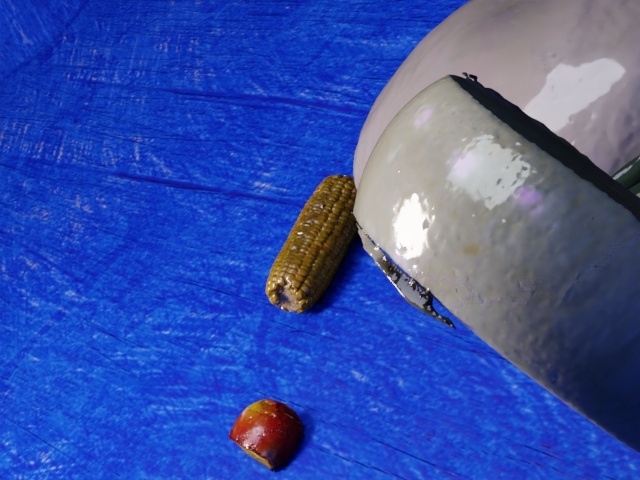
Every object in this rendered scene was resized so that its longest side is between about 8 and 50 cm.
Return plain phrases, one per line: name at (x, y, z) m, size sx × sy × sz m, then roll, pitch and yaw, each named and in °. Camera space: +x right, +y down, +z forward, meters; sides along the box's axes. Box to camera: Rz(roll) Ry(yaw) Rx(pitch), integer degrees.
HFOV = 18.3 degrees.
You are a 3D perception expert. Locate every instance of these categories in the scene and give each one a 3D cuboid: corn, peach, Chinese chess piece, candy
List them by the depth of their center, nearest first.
Chinese chess piece at (0.186, 0.024, 1.482) m, size 0.146 × 0.349 × 0.349 m, roll -54°, pitch 21°, yaw 9°
peach at (-0.058, 0.190, 1.936) m, size 0.077 × 0.050 × 0.083 m, roll -28°, pitch 29°, yaw 29°
candy at (0.200, -0.140, 1.990) m, size 0.427 × 0.186 × 0.386 m, roll -16°, pitch 36°, yaw 47°
corn at (0.000, 0.000, 2.170) m, size 0.068 × 0.068 × 0.207 m, roll -20°, pitch 30°, yaw 39°

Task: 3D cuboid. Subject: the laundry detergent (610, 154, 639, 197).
laundry detergent at (0.309, -0.035, 1.735) m, size 0.222 × 0.078 × 0.144 m, roll -46°, pitch 40°, yaw -12°
